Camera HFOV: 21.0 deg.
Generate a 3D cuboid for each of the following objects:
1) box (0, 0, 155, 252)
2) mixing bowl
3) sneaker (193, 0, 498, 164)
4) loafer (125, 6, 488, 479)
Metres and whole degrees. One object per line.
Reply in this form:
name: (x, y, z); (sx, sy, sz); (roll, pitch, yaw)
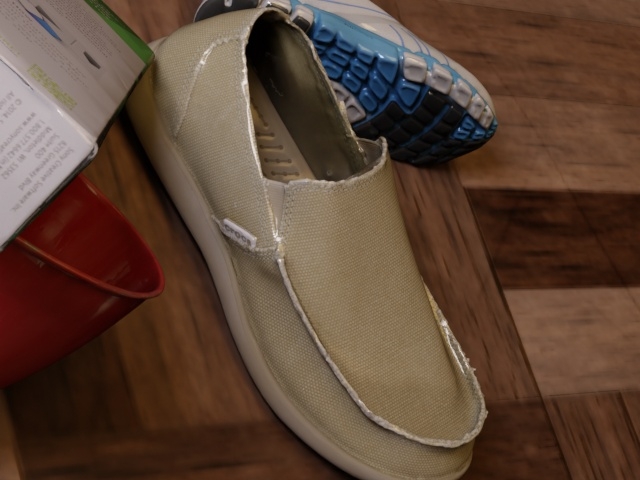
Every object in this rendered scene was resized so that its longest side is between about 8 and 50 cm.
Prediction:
box: (-0.172, -0.120, 0.678); (0.232, 0.058, 0.322); (44, 8, -9)
mixing bowl: (-0.161, -0.001, 0.680); (0.181, 0.098, 0.181); (38, 8, -7)
sneaker: (0.021, -0.111, 0.958); (0.191, 0.071, 0.083); (27, 42, -24)
loafer: (0.000, 0.000, 0.844); (0.102, 0.092, 0.268); (-28, 83, -47)
